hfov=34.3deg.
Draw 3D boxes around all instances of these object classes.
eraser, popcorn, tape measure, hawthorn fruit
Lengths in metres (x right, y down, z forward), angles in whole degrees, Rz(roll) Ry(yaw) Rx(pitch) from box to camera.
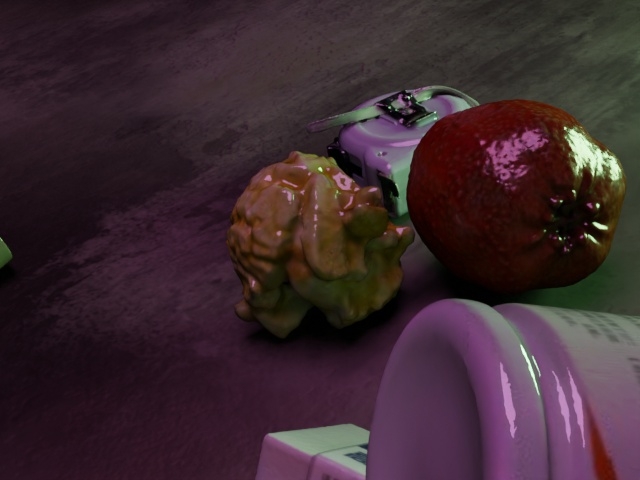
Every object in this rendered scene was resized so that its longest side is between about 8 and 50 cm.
[{"bbox_3d":[0.066,0.201,0.781,0.210,0.068,0.124,17,7,37],"label":"eraser"},{"bbox_3d":[-0.001,0.001,1.053,0.188,0.185,0.167,6,53,11],"label":"popcorn"},{"bbox_3d":[0.103,-0.124,1.278,0.196,0.105,0.178,-33,38,-28],"label":"tape measure"},{"bbox_3d":[0.185,-0.053,1.069,0.205,0.205,0.253,-21,27,-15],"label":"hawthorn fruit"}]

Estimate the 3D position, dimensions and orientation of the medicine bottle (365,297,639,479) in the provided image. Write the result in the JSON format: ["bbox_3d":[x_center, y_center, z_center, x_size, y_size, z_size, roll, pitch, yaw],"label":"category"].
[{"bbox_3d":[0.203,0.147,0.610,0.316,0.202,0.202,7,29,-17],"label":"medicine bottle"}]

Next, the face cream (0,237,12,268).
[{"bbox_3d":[-0.473,0.066,1.218,0.114,0.070,0.224,24,58,43],"label":"face cream"}]
